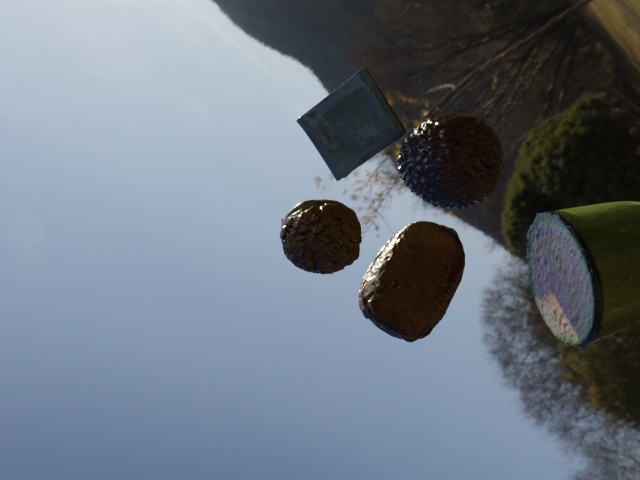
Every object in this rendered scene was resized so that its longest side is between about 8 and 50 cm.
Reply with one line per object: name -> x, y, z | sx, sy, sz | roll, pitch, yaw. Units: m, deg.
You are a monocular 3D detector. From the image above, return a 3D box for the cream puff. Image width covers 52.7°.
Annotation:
cream puff -> 0.000, 0.000, 1.195 | 0.150, 0.165, 0.115 | 27, -134, -15

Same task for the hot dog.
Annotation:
hot dog -> 0.203, 0.085, 1.408 | 0.196, 0.272, 0.122 | 29, 161, 6

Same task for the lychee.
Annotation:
lychee -> 0.398, -0.238, 1.963 | 0.306, 0.330, 0.306 | -2, -87, -38

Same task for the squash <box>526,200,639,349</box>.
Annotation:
squash -> 0.659, 0.056, 1.419 | 0.310, 0.309, 0.310 | 169, 90, -83

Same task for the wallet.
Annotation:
wallet -> 0.097, -0.363, 2.049 | 0.251, 0.290, 0.054 | 58, -155, 1
